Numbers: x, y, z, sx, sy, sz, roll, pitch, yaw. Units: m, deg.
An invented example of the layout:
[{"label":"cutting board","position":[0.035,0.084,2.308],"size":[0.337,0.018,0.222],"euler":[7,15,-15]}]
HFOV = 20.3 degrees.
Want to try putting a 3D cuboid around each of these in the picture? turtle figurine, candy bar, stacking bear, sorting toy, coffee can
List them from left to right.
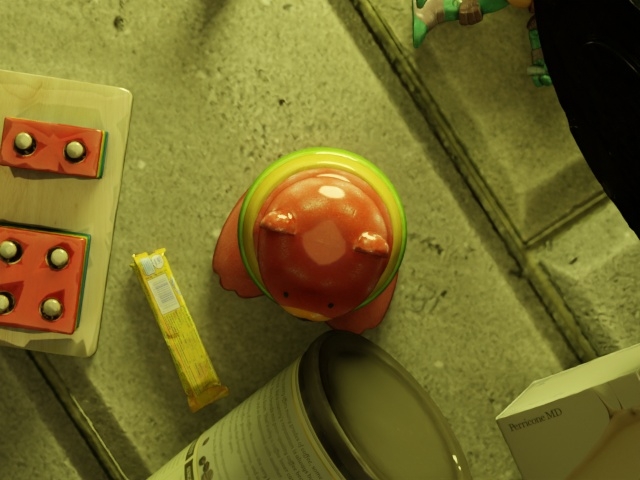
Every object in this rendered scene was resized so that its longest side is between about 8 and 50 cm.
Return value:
[{"label":"sorting toy","position":[-0.320,-0.032,1.654],"size":[0.255,0.089,0.257],"euler":[8,93,-2]},{"label":"candy bar","position":[-0.135,0.083,1.699],"size":[0.040,0.018,0.161],"euler":[-23,93,-4]},{"label":"coffee can","position":[-0.032,0.238,1.575],"size":[0.275,0.201,0.201],"euler":[-39,93,22]},{"label":"stacking bear","position":[0.000,0.000,1.562],"size":[0.175,0.289,0.164],"euler":[20,92,-2]},{"label":"turtle figurine","position":[0.203,-0.226,1.646],"size":[0.234,0.118,0.175],"euler":[0,136,1]}]

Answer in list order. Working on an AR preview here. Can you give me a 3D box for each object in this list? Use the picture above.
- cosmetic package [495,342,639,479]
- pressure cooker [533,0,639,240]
[{"label":"cosmetic package","position":[0.306,0.260,1.641],"size":[0.160,0.113,0.309],"euler":[-25,94,32]},{"label":"pressure cooker","position":[0.425,-0.177,1.426],"size":[0.420,0.375,0.370],"euler":[-28,79,-7]}]
